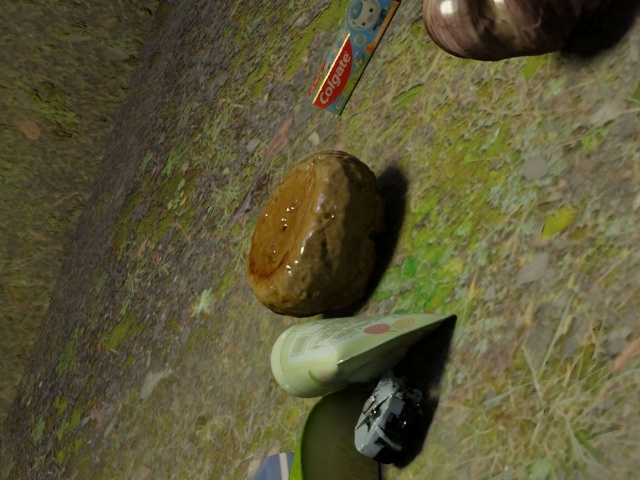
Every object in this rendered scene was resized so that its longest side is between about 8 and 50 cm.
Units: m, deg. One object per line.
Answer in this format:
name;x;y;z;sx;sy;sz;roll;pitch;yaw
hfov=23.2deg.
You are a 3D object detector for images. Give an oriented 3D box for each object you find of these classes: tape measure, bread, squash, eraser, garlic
tape measure;0.075;0.193;1.686;0.094;0.054;0.091;-63;13;6
bread;0.000;0.000;2.012;0.230;0.123;0.230;-47;27;34
squash;0.018;0.274;1.670;0.203;0.111;0.289;-24;45;62
eraser;-0.095;0.366;1.974;0.225;0.036;0.082;-59;21;22
garlic;0.225;-0.269;1.669;0.245;0.160;0.245;-27;19;10

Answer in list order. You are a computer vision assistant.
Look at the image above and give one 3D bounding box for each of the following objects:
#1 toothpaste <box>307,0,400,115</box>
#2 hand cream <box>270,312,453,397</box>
toothpaste;0.039;-0.286;2.313;0.193;0.070;0.044;-61;21;16
hand cream;0.030;0.125;1.811;0.093;0.147;0.306;69;157;2
